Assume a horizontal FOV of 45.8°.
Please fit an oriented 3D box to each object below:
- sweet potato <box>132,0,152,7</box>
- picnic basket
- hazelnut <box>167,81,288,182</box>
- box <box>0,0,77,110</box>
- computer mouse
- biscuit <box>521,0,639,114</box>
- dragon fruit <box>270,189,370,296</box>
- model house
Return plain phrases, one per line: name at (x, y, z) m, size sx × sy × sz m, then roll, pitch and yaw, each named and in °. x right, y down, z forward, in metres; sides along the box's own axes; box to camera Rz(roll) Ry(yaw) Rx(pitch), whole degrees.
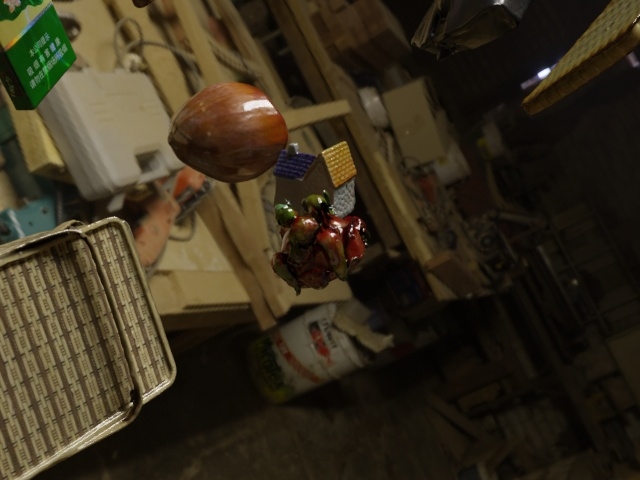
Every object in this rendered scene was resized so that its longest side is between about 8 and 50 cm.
sweet potato at (-0.104, -0.287, 0.651) m, size 0.058 × 0.202 × 0.055 m, roll 31°, pitch 19°, yaw -45°
picnic basket at (-0.327, 0.117, 0.822) m, size 0.312 × 0.175 × 0.228 m, roll -27°, pitch 107°, yaw -48°
hazelnut at (-0.167, -0.189, 1.333) m, size 0.214 × 0.214 × 0.177 m, roll -27°, pitch 114°, yaw -72°
box at (-0.391, -0.297, 0.950) m, size 0.132 × 0.034 × 0.235 m, roll -72°, pitch 156°, yaw -44°
computer mouse at (0.192, -0.300, 0.848) m, size 0.088 × 0.147 × 0.264 m, roll 47°, pitch 65°, yaw -23°
biscuit at (0.330, -0.238, 0.820) m, size 0.029 × 0.172 × 0.254 m, roll 47°, pitch 63°, yaw -4°
dragon fruit at (0.000, 0.000, 0.936) m, size 0.142 × 0.138 × 0.175 m, roll 37°, pitch -20°, yaw 37°
model house at (-0.007, -0.088, 1.049) m, size 0.087 × 0.100 × 0.100 m, roll -38°, pitch 135°, yaw -56°
